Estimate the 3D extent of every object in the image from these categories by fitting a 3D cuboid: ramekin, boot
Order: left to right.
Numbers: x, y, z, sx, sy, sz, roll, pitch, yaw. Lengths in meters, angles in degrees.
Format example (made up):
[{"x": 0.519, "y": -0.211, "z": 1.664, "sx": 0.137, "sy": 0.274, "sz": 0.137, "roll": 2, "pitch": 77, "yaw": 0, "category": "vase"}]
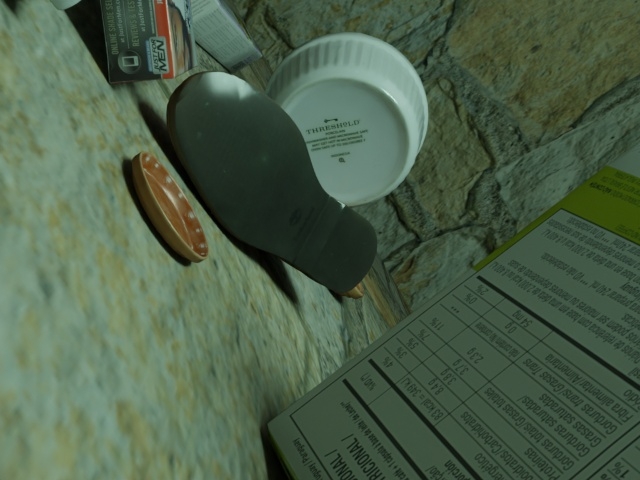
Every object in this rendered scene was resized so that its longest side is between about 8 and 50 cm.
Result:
[{"x": -0.063, "y": -0.051, "z": 0.803, "sx": 0.115, "sy": 0.112, "sz": 0.305, "roll": 26, "pitch": -14, "yaw": 39, "category": "boot"}, {"x": 0.035, "y": -0.173, "z": 1.325, "sx": 0.273, "sy": 0.273, "sz": 0.127, "roll": 58, "pitch": 19, "yaw": -24, "category": "ramekin"}]

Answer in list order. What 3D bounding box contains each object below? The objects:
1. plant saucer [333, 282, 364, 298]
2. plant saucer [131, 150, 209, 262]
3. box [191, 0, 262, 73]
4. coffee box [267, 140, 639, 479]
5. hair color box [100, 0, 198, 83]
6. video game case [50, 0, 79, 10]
[{"x": 0.000, "y": 0.000, "z": 1.226, "sx": 0.200, "sy": 0.037, "sz": 0.200, "roll": 60, "pitch": 6, "yaw": -11, "category": "plant saucer"}, {"x": -0.102, "y": -0.021, "z": 0.573, "sx": 0.083, "sy": 0.013, "sz": 0.083, "roll": 60, "pitch": 5, "yaw": -9, "category": "plant saucer"}, {"x": -0.158, "y": -0.327, "z": 1.308, "sx": 0.063, "sy": 0.067, "sz": 0.324, "roll": 60, "pitch": 7, "yaw": 3, "category": "box"}, {"x": 0.228, "y": 0.196, "z": 0.484, "sx": 0.337, "sy": 0.334, "sz": 0.338, "roll": 57, "pitch": -7, "yaw": -29, "category": "coffee box"}, {"x": -0.138, "y": -0.182, "z": 0.700, "sx": 0.167, "sy": 0.053, "sz": 0.093, "roll": -93, "pitch": 179, "yaw": -74, "category": "hair color box"}, {"x": -0.219, "y": -0.272, "z": 0.520, "sx": 0.227, "sy": 0.026, "sz": 0.206, "roll": 57, "pitch": 5, "yaw": -37, "category": "video game case"}]
